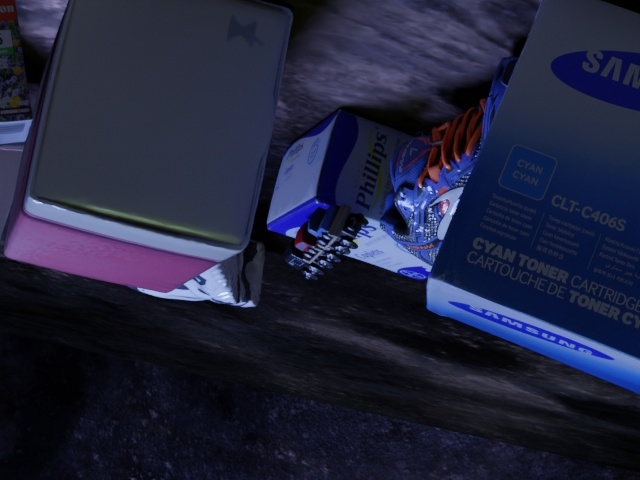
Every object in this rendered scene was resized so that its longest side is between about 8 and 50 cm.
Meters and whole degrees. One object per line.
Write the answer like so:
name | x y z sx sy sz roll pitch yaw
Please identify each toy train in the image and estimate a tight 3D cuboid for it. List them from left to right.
toy train | 0.000 0.000 0.923 0.036 0.027 0.158 27 165 -6

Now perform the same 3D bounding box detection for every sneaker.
sneaker | -0.146 0.012 1.297 0.153 0.094 0.235 4 176 7
sneaker | 0.085 -0.039 0.805 0.087 0.083 0.221 23 149 3

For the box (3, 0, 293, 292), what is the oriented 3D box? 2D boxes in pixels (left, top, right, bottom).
box | -0.118 -0.060 0.830 0.127 0.149 0.232 13 168 -14

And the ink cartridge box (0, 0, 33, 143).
ink cartridge box | -0.200 -0.121 0.805 0.029 0.115 0.063 -8 174 -18

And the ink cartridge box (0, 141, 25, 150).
ink cartridge box | -0.366 -0.079 0.957 0.275 0.060 0.239 17 -174 17

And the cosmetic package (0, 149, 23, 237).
cosmetic package | -0.444 -0.031 1.332 0.217 0.156 0.385 20 167 -21

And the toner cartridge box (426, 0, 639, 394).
toner cartridge box | 0.241 0.017 0.630 0.348 0.165 0.075 21 167 10

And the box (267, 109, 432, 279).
box | 0.046 -0.029 0.967 0.137 0.072 0.126 19 166 -15
